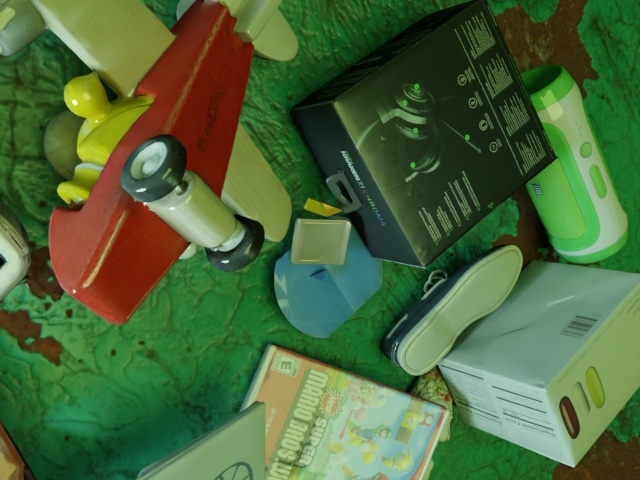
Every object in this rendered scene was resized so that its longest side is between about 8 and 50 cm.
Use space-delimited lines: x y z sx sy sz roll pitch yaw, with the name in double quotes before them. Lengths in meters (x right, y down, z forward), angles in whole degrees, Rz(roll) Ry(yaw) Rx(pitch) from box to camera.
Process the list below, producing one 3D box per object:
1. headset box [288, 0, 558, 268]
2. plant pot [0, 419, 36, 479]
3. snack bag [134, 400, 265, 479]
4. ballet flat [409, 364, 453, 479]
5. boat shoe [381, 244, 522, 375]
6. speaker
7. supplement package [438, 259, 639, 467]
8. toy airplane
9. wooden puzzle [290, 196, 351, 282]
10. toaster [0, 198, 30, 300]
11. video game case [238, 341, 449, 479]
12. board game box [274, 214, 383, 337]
"headset box" 0.133 -0.134 0.927 0.283 0.131 0.246 -39 110 -18
"plant pot" -0.426 0.267 0.678 0.265 0.272 0.272 -31 113 -28
"snack bag" -0.197 0.384 0.830 0.343 0.037 0.323 -25 131 -40
"ballet flat" 0.155 0.310 1.072 0.091 0.077 0.240 24 88 -28
"boat shoe" 0.197 0.094 1.049 0.254 0.079 0.095 -46 119 -9
"speaker" 0.368 -0.111 1.067 0.131 0.131 0.296 -38 114 -15
"supplement package" 0.346 0.168 1.047 0.262 0.204 0.145 -38 115 -26
"toy airplane" -0.177 -0.142 0.737 0.384 0.273 0.386 -29 107 -60
"wooden puzzle" 0.000 0.000 0.917 0.079 0.014 0.116 10 117 -15
"toaster" -0.380 -0.005 0.696 0.129 0.146 0.227 -45 116 -12
"video game case" 0.020 0.285 0.986 0.285 0.025 0.204 22 89 -14
"board game box" 0.006 0.047 0.970 0.169 0.033 0.133 -41 110 -20
